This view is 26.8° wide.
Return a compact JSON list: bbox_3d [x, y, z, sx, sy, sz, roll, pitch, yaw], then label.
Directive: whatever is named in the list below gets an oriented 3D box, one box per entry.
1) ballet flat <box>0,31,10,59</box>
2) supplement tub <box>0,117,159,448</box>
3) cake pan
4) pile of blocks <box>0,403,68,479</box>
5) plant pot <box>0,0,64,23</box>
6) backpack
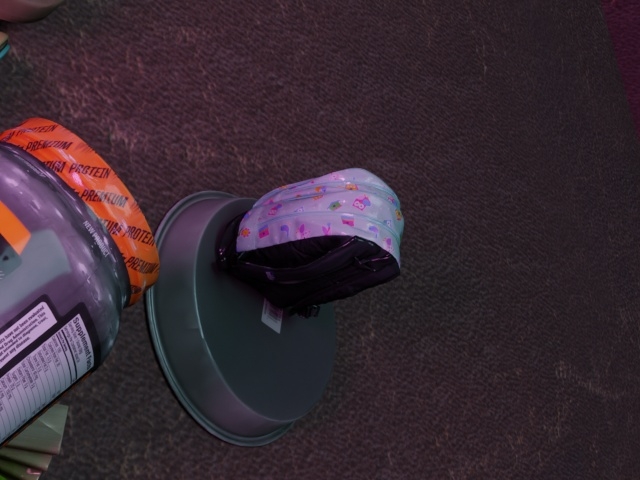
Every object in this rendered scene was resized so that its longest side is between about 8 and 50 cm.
[{"bbox_3d":[-0.349,-0.130,1.174,0.073,0.080,0.232,41,42,-18],"label":"ballet flat"},{"bbox_3d":[-0.291,0.068,0.960,0.338,0.207,0.207,-41,113,-29],"label":"supplement tub"},{"bbox_3d":[-0.076,0.080,1.497,0.293,0.054,0.293,28,55,-48],"label":"cake pan"},{"bbox_3d":[-0.279,0.133,1.113,0.149,0.113,0.362,13,60,-5],"label":"pile of blocks"},{"bbox_3d":[-0.296,-0.329,1.244,0.237,0.109,0.237,44,28,-31],"label":"plant pot"},{"bbox_3d":[0.000,0.000,1.427,0.152,0.182,0.115,31,52,-45],"label":"backpack"}]
